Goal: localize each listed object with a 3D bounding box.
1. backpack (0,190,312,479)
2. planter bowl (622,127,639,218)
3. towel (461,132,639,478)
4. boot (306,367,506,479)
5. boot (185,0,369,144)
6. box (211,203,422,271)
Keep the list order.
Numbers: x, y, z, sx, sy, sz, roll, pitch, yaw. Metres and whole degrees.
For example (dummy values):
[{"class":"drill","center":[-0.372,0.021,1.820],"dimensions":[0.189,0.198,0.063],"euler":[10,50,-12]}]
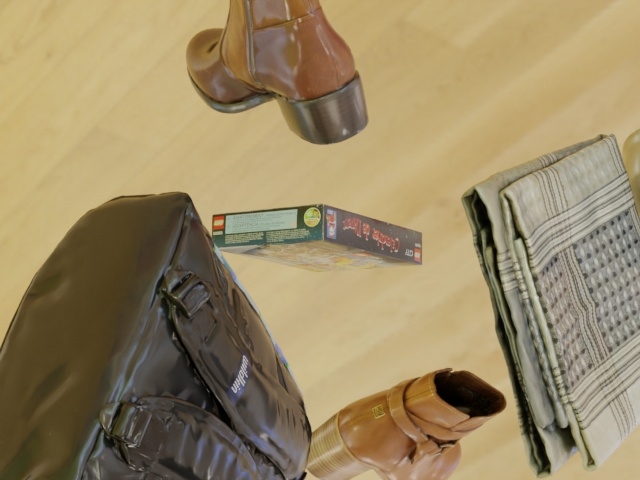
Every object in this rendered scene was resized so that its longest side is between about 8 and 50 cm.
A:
[{"class":"backpack","center":[-0.138,0.169,1.198],"dimensions":[0.273,0.290,0.355],"euler":[-3,148,37]},{"class":"planter bowl","center":[0.424,-0.052,1.599],"dimensions":[0.162,0.109,0.162],"euler":[11,155,5]},{"class":"towel","center":[0.279,0.058,1.457],"dimensions":[0.056,0.312,0.324],"euler":[-10,-172,39]},{"class":"boot","center":[0.138,0.223,1.689],"dimensions":[0.220,0.109,0.283],"euler":[-34,145,33]},{"class":"boot","center":[-0.078,-0.238,1.209],"dimensions":[0.096,0.264,0.280],"euler":[-28,121,-15]},{"class":"box","center":[0.000,0.000,1.690],"dimensions":[0.159,0.044,0.233],"euler":[-5,169,32]}]
